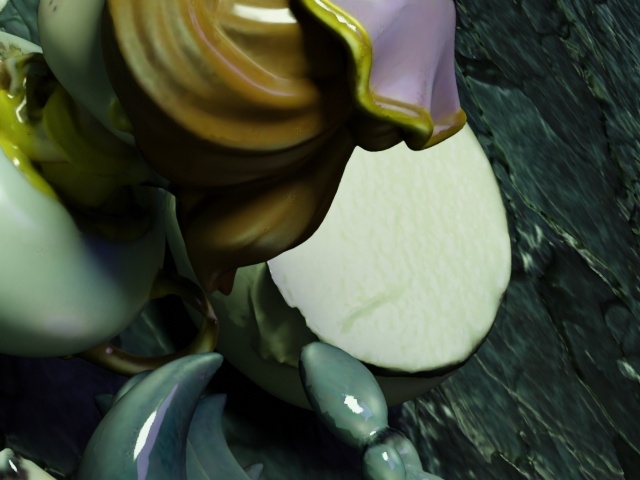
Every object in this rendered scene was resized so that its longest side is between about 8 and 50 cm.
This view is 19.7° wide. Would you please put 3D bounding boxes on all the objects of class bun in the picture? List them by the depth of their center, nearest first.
[{"bbox_3d":[0.000,0.000,0.885,0.173,0.120,0.173,13,67,-33],"label":"bun"}]

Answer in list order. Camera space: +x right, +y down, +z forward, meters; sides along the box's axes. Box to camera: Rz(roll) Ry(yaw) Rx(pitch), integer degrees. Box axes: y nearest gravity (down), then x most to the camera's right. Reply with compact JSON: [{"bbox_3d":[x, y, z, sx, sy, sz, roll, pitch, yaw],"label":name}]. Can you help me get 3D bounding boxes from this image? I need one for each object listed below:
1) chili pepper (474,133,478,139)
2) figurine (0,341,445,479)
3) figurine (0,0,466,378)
[{"bbox_3d":[0.019,-0.140,1.144,0.253,0.083,0.099,63,17,10],"label":"chili pepper"},{"bbox_3d":[-0.014,0.149,0.637,0.265,0.197,0.175,44,63,-28],"label":"figurine"},{"bbox_3d":[-0.066,-0.051,0.666,0.189,0.263,0.142,48,25,-17],"label":"figurine"}]
